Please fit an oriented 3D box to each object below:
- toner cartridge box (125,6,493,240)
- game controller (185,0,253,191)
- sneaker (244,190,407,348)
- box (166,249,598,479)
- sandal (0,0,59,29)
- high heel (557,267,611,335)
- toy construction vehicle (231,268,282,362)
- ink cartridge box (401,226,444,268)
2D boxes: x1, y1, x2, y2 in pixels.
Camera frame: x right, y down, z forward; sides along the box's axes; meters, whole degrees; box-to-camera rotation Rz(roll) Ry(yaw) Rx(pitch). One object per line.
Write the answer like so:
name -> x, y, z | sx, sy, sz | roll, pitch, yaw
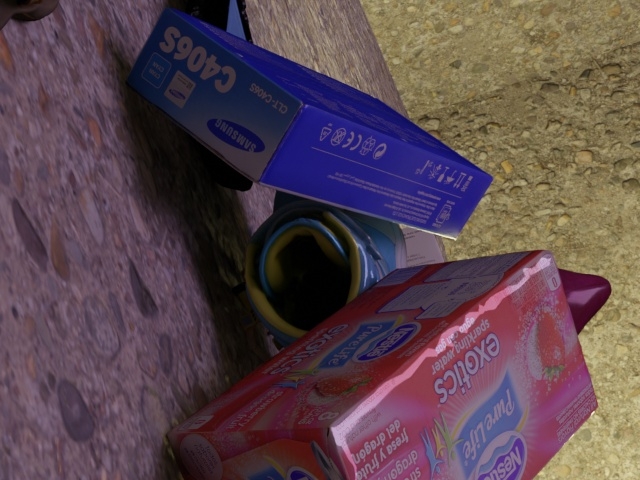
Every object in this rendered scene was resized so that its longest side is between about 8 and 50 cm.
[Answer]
toner cartridge box -> 0.004, -0.092, 1.177 | 0.165, 0.075, 0.348 | 36, 12, 30
game controller -> -0.093, -0.178, 1.347 | 0.319, 0.067, 0.166 | -91, 161, -59
sneaker -> 0.000, 0.000, 1.202 | 0.208, 0.127, 0.319 | 57, 9, -47
box -> 0.058, 0.129, 0.972 | 0.300, 0.154, 0.142 | -33, 107, -48
sandal -> -0.185, -0.166, 0.823 | 0.180, 0.049, 0.072 | -58, 130, -78
high heel -> 0.141, 0.123, 1.379 | 0.377, 0.181, 0.127 | -35, -110, 65
toy construction vehicle -> -0.052, 0.067, 1.231 | 0.098, 0.035, 0.086 | 64, 8, 3
ink cartridge box -> 0.142, 0.123, 1.902 | 0.172, 0.100, 0.237 | 85, -12, -62
